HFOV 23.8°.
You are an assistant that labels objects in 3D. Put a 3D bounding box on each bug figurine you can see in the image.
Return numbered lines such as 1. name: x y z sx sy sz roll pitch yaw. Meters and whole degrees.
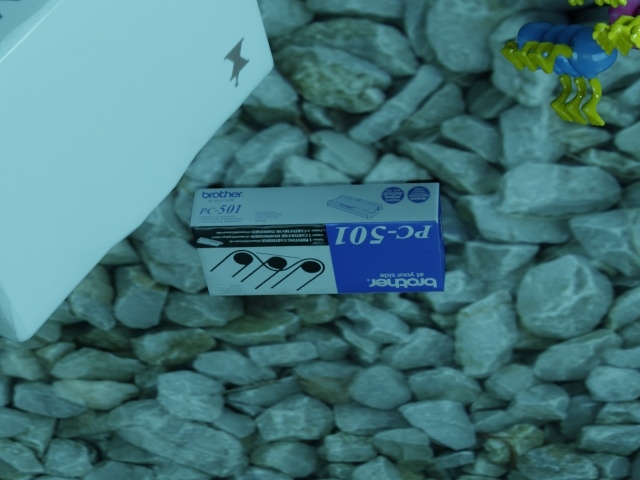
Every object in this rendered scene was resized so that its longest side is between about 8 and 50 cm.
1. bug figurine: 0.149 -0.175 0.992 0.216 0.072 0.279 19 162 49

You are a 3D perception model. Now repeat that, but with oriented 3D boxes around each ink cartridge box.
1. ink cartridge box: 0.000 0.000 1.290 0.207 0.046 0.097 -1 141 7

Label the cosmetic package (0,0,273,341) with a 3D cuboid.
1. cosmetic package: -0.281 -0.145 0.865 0.453 0.230 0.161 22 148 28
